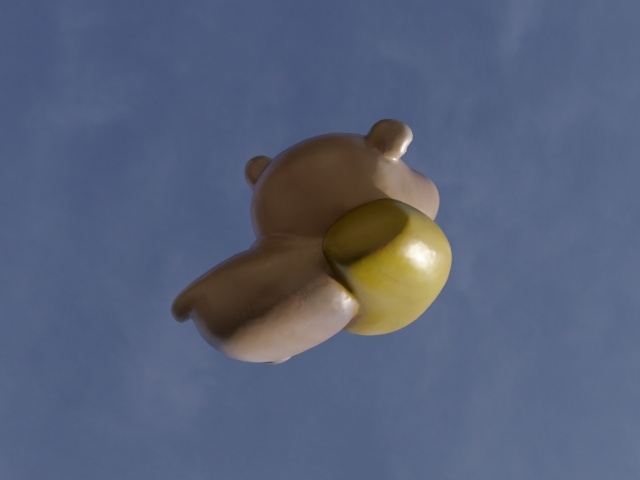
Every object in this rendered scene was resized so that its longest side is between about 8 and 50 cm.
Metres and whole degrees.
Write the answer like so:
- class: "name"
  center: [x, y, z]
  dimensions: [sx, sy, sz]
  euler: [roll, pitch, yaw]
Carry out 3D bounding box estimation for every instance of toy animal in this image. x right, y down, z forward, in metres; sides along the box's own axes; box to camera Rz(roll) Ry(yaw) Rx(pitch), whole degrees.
- class: "toy animal"
  center: [0.000, 0.000, 0.509]
  dimensions: [0.114, 0.091, 0.082]
  euler: [-28, -114, 21]
